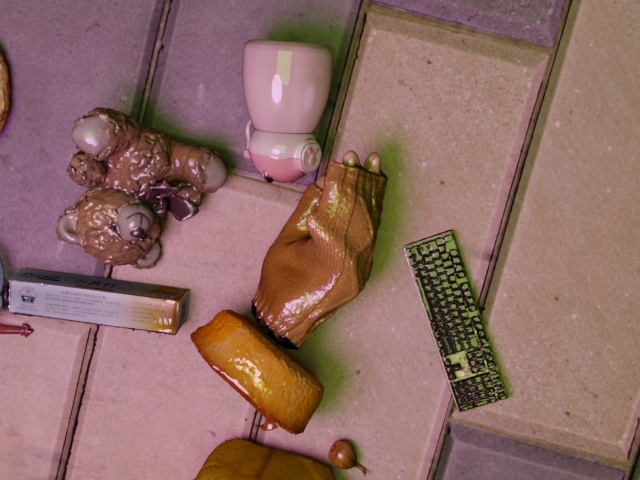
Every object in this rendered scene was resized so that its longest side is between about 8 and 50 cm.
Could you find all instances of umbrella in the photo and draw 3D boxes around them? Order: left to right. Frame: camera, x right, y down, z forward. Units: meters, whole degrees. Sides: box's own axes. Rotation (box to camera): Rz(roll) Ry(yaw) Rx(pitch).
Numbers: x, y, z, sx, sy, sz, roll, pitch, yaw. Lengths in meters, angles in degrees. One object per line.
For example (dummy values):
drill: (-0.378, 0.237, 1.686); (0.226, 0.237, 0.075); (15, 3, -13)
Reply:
umbrella: (-0.610, 0.162, 1.366); (0.165, 0.025, 0.027); (3, 77, 1)

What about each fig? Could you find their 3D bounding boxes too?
fig: (0.051, 0.395, 1.336); (0.083, 0.050, 0.050); (42, 97, -15)

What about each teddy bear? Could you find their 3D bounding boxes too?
teddy bear: (-0.323, -0.076, 1.260); (0.267, 0.156, 0.256); (21, 93, -28)

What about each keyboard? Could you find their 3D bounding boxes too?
keyboard: (0.241, 0.143, 1.307); (0.106, 0.027, 0.317); (-19, 94, 6)

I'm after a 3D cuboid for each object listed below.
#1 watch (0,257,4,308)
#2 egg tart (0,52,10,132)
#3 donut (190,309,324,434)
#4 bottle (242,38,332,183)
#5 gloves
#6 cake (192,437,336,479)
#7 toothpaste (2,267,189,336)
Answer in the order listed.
watch: (-0.664, 0.098, 1.321); (0.195, 0.068, 0.237); (36, 95, 17)
egg tart: (-0.699, -0.261, 1.283); (0.314, 0.120, 0.315); (0, 95, 5)
donut: (-0.106, 0.217, 1.236); (0.253, 0.253, 0.118); (38, 86, -1)
bottle: (-0.059, -0.209, 1.238); (0.147, 0.147, 0.237); (4, 103, 3)
gloves: (0.009, 0.012, 1.240); (0.155, 0.203, 0.357); (21, 103, -21)
cake: (-0.099, 0.470, 1.300); (0.260, 0.156, 0.179); (16, 112, 7)
toothpaste: (-0.395, 0.108, 1.316); (0.312, 0.089, 0.071); (7, 103, 2)
